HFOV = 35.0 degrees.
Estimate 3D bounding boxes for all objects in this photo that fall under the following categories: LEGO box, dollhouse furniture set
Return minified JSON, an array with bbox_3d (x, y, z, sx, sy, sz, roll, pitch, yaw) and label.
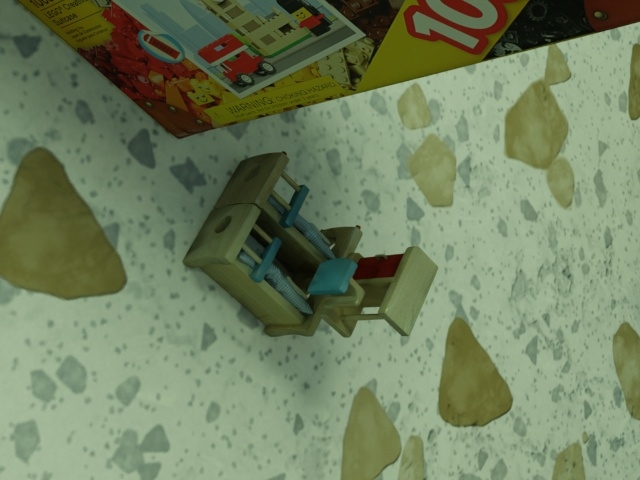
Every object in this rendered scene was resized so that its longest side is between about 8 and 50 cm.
[{"bbox_3d":[-0.042,-0.288,0.701,0.372,0.500,0.193,41,59,-32],"label":"LEGO box"},{"bbox_3d":[0.000,0.000,0.928,0.129,0.184,0.129,44,58,-31],"label":"dollhouse furniture set"}]
